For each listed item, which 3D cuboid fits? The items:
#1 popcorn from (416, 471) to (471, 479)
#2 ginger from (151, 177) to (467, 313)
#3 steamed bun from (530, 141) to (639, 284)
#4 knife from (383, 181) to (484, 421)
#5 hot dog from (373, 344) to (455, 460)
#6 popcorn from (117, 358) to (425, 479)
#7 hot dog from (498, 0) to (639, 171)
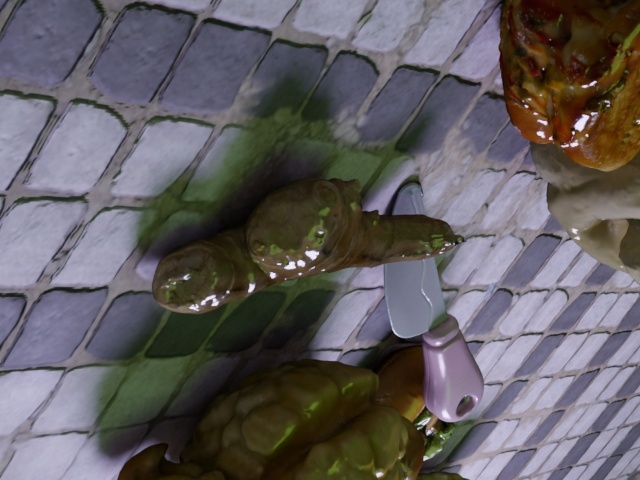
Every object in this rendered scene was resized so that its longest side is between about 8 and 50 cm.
[{"bbox_3d":[0.118,0.430,1.861,0.286,0.174,0.225,-9,143,-48],"label":"popcorn"},{"bbox_3d":[0.000,0.000,1.195,0.333,0.081,0.148,-3,136,-52],"label":"ginger"},{"bbox_3d":[0.416,-0.102,1.377,0.372,0.230,0.325,-7,126,-14],"label":"steamed bun"},{"bbox_3d":[0.106,0.073,1.430,0.081,0.043,0.336,-35,132,-15],"label":"knife"},{"bbox_3d":[0.051,0.249,1.588,0.337,0.100,0.135,-47,152,5],"label":"hot dog"},{"bbox_3d":[-0.036,0.239,1.341,0.332,0.225,0.265,8,128,-44],"label":"popcorn"},{"bbox_3d":[0.240,-0.173,1.202,0.153,0.150,0.257,-14,142,-32],"label":"hot dog"}]
